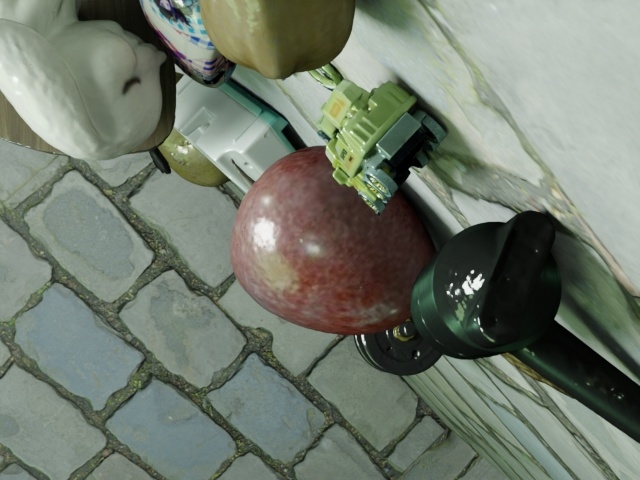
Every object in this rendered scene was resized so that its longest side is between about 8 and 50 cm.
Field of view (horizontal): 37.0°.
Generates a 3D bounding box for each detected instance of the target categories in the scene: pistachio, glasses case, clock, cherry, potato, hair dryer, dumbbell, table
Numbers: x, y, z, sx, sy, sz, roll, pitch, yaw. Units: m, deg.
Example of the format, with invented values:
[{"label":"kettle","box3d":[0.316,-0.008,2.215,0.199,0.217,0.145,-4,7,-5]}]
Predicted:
[{"label":"pistachio","box3d":[-0.030,-0.180,0.652,0.108,0.126,0.185,3,166,3]},{"label":"glasses case","box3d":[-0.153,-0.255,1.120,0.125,0.076,0.327,49,174,-3]},{"label":"clock","box3d":[-0.110,-0.134,1.489,0.262,0.116,0.231,42,174,46]},{"label":"cherry","box3d":[0.000,0.000,1.126,0.285,0.213,0.236,37,-177,0]},{"label":"potato","box3d":[-0.237,-0.199,1.785,0.251,0.159,0.174,61,-164,-20]},{"label":"hair dryer","box3d":[0.224,0.100,0.836,0.302,0.116,0.244,34,174,3]},{"label":"dumbbell","box3d":[0.129,0.147,1.565,0.143,0.143,0.325,46,174,3]},{"label":"table","box3d":[-0.354,-0.226,1.393,0.317,0.317,0.249,45,175,6]}]

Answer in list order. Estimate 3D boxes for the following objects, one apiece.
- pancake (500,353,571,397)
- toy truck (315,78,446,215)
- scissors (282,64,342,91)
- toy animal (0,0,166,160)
[{"label":"pancake","box3d":[0.220,0.107,1.161,0.250,0.031,0.250,46,175,5]},{"label":"toy truck","box3d":[0.044,-0.089,0.841,0.100,0.077,0.169,43,176,3]},{"label":"scissors","box3d":[-0.041,-0.197,0.993,0.133,0.020,0.187,43,174,-14]},{"label":"toy animal","box3d":[-0.307,-0.216,1.154,0.265,0.206,0.272,51,-170,-13]}]
